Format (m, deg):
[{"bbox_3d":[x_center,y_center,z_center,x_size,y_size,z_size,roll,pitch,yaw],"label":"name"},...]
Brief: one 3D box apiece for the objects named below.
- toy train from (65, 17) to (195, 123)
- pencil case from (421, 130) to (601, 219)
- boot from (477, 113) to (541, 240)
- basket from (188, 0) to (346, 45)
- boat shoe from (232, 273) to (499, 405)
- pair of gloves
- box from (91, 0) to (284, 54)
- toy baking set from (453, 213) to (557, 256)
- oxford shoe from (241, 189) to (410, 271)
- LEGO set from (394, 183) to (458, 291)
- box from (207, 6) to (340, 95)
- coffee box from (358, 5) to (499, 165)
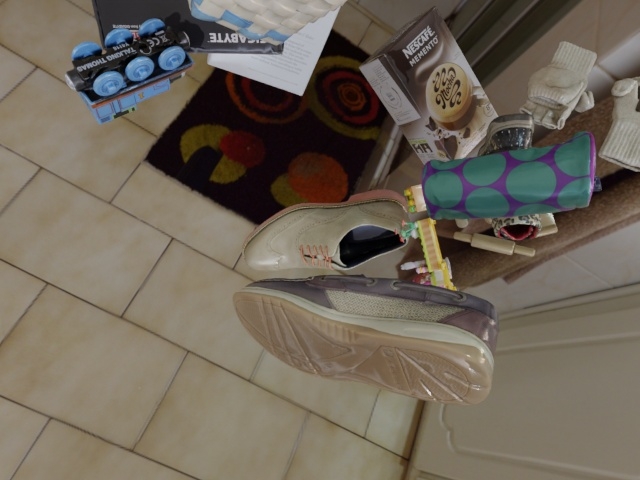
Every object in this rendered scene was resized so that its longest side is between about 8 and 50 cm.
[{"bbox_3d":[-0.278,-0.252,0.619,0.184,0.105,0.080,-35,85,-22],"label":"toy train"},{"bbox_3d":[0.174,-0.057,0.397,0.064,0.151,0.070,44,54,-42],"label":"pencil case"},{"bbox_3d":[0.315,-0.082,0.704,0.085,0.236,0.179,-2,76,18],"label":"boot"},{"bbox_3d":[-0.025,-0.361,0.391,0.201,0.289,0.255,-6,77,-40],"label":"basket"},{"bbox_3d":[0.032,0.081,0.422,0.092,0.285,0.103,-45,126,-42],"label":"boat shoe"},{"bbox_3d":[0.491,-0.250,0.732,0.240,0.042,0.204,35,73,17],"label":"pair of gloves"},{"bbox_3d":[-0.204,-0.443,0.629,0.295,0.293,0.073,1,29,-2],"label":"box"},{"bbox_3d":[0.370,-0.073,0.896,0.256,0.030,0.197,10,82,24],"label":"toy baking set"},{"bbox_3d":[0.000,0.000,0.908,0.146,0.397,0.140,-86,154,-55],"label":"oxford shoe"},{"bbox_3d":[0.182,0.043,0.785,0.132,0.107,0.287,-74,143,-53],"label":"LEGO set"},{"bbox_3d":[-0.077,-0.506,0.821,0.215,0.345,0.168,11,44,-23],"label":"box"},{"bbox_3d":[0.249,-0.332,0.945,0.168,0.119,0.297,-46,112,-9],"label":"coffee box"}]
